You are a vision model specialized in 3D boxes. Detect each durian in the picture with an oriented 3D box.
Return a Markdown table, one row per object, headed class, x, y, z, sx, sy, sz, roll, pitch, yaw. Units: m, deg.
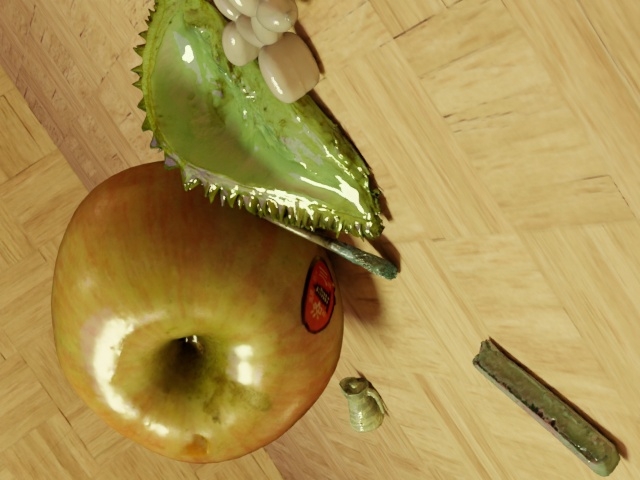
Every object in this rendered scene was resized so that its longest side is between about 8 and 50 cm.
| class | x | y | z | sx | sy | sz | roll | pitch | yaw |
| --- | --- | --- | --- | --- | --- | --- | --- | --- | --- |
| durian | -0.063 | -0.134 | 1.376 | 0.394 | 0.163 | 0.198 | 44 | 124 | 23 |

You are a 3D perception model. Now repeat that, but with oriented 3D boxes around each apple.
| class | x | y | z | sx | sy | sz | roll | pitch | yaw |
| --- | --- | --- | --- | --- | --- | --- | --- | --- | --- |
| apple | -0.164 | 0.079 | 1.580 | 0.391 | 0.391 | 0.346 | 61 | -170 | -25 |

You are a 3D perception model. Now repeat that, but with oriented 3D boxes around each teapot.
| class | x | y | z | sx | sy | sz | roll | pitch | yaw |
| --- | --- | --- | --- | --- | --- | --- | --- | --- | --- |
| teapot | 0.065 | 0.251 | 1.865 | 0.067 | 0.057 | 0.083 | -6 | 123 | 30 |

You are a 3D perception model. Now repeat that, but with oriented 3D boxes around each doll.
| class | x | y | z | sx | sy | sz | roll | pitch | yaw |
| --- | --- | --- | --- | --- | --- | --- | --- | --- | --- |
| doll | -0.059 | -0.219 | 1.187 | 0.161 | 0.059 | 0.160 | 42 | 162 | 43 |

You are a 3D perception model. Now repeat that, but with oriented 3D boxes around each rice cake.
| class | x | y | z | sx | sy | sz | roll | pitch | yaw |
| --- | --- | --- | --- | --- | --- | --- | --- | --- | --- |
| rice cake | 0.222 | 0.165 | 1.211 | 0.207 | 0.033 | 0.033 | 41 | 170 | 45 |

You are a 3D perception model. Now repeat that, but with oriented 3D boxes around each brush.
| class | x | y | z | sx | sy | sz | roll | pitch | yaw |
| --- | --- | --- | --- | --- | --- | --- | --- | --- | --- |
| brush | 0.000 | 0.000 | 1.408 | 0.196 | 0.021 | 0.070 | 24 | 178 | 21 |
